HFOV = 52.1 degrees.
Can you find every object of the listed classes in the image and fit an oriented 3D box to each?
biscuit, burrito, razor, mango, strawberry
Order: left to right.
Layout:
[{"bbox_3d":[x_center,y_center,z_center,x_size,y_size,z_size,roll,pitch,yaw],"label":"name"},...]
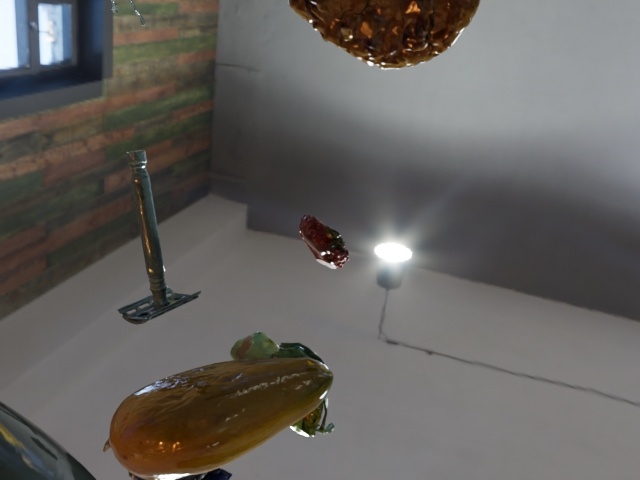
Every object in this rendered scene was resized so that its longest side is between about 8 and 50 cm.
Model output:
[{"bbox_3d":[-0.239,-0.009,0.915,0.068,0.232,0.106,2,-166,31],"label":"razor"},{"bbox_3d":[-0.134,0.218,0.837,0.316,0.119,0.176,-20,-175,0],"label":"mango"},{"bbox_3d":[-0.056,0.199,0.997,0.054,0.104,0.288,33,179,-32],"label":"burrito"},{"bbox_3d":[-0.002,0.003,1.136,0.048,0.104,0.152,-43,-155,-16],"label":"strawberry"},{"bbox_3d":[0.079,-0.410,0.942,0.334,0.289,0.081,33,-151,8],"label":"biscuit"}]

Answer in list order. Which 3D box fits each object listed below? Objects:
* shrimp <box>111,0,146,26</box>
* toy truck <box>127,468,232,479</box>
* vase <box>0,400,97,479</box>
[{"bbox_3d":[-0.257,-0.326,0.724,0.372,0.172,0.137,-8,-172,20],"label":"shrimp"},{"bbox_3d":[-0.312,0.516,1.429,0.213,0.177,0.161,21,-153,16],"label":"toy truck"},{"bbox_3d":[-0.315,0.162,0.514,0.173,0.321,0.173,-16,-151,9],"label":"vase"}]
